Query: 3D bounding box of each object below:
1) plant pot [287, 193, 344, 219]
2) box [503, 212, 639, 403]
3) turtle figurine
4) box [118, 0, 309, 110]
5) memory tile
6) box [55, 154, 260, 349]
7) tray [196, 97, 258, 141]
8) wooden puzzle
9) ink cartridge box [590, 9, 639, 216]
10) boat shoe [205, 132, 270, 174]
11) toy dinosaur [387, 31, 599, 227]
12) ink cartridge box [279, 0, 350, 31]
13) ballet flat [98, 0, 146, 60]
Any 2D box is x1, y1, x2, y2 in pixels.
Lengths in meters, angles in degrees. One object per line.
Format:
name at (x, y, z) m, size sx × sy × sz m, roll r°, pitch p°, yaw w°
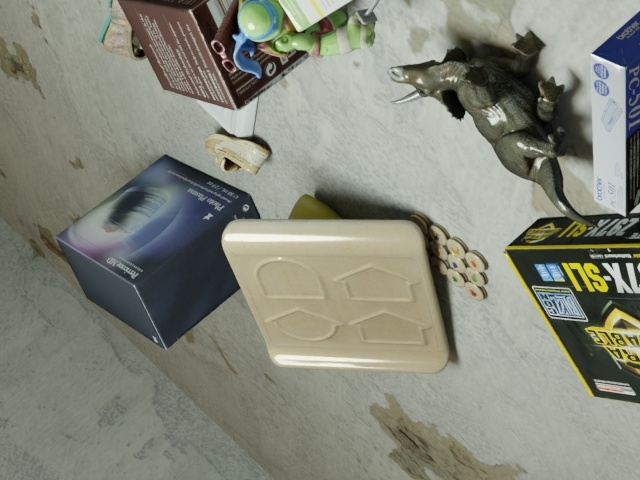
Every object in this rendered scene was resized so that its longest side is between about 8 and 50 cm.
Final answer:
plant pot at (0.000, 0.000, 2.027) m, size 0.095 × 0.134 × 0.134 m, roll 18°, pitch 147°, yaw 15°
box at (0.402, 0.090, 1.485) m, size 0.257 × 0.079 × 0.322 m, roll 59°, pitch 156°, yaw -16°
turtle figurine at (-0.005, -0.321, 1.505) m, size 0.197 × 0.275 × 0.266 m, roll 20°, pitch -170°, yaw 3°
box at (-0.148, -0.312, 1.740) m, size 0.203 × 0.168 × 0.167 m, roll 21°, pitch 145°, yaw 49°
memory tile at (0.194, 0.025, 1.839) m, size 0.148 × 0.012 × 0.113 m, roll 37°, pitch 154°, yaw 28°
box at (-0.302, 0.015, 2.357) m, size 0.296 × 0.294 × 0.183 m, roll 25°, pitch 147°, yaw 44°
tray at (-0.163, -0.269, 2.013) m, size 0.145 × 0.030 × 0.270 m, roll 45°, pitch 156°, yaw 14°
wooden puzzle at (0.035, 0.080, 1.969) m, size 0.322 × 0.081 × 0.348 m, roll 0°, pitch 138°, yaw 16°
ink cartridge box at (0.327, -0.131, 1.253) m, size 0.046 × 0.097 × 0.207 m, roll 32°, pitch 151°, yaw 36°
boat shoe at (-0.157, -0.148, 2.125) m, size 0.063 × 0.059 × 0.170 m, roll 28°, pitch 172°, yaw -36°
toy dinosaur at (0.230, -0.144, 1.430) m, size 0.313 × 0.121 × 0.160 m, roll 42°, pitch 168°, yaw 6°
ink cartridge box at (0.032, -0.358, 1.304) m, size 0.235 × 0.056 × 0.171 m, roll -27°, pitch 102°, yaw 25°
ballet flat at (-0.296, -0.385, 2.014) m, size 0.106 × 0.108 × 0.316 m, roll 31°, pitch 163°, yaw -6°
